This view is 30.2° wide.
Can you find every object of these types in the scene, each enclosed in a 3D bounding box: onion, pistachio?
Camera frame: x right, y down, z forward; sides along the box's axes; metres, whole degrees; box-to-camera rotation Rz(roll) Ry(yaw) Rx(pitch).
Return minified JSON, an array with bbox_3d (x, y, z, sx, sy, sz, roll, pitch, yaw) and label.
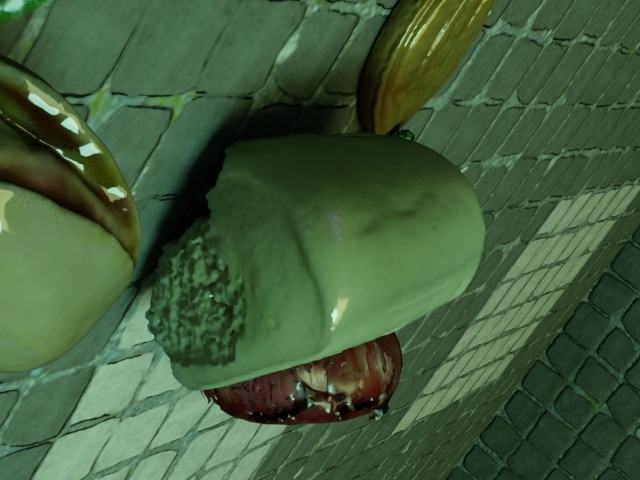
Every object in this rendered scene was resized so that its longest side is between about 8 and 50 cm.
[{"bbox_3d":[-0.020,0.084,1.019,0.184,0.184,0.147,-26,119,-47],"label":"onion"},{"bbox_3d":[-0.159,-0.010,0.576,0.144,0.144,0.215,-43,167,-18],"label":"pistachio"}]

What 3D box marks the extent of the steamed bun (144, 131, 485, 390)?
[{"bbox_3d":[0.000,0.000,0.894,0.225,0.170,0.200,-15,170,-45],"label":"steamed bun"}]

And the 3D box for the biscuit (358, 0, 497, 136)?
[{"bbox_3d":[0.096,-0.173,0.974,0.220,0.029,0.142,-56,159,19],"label":"biscuit"}]

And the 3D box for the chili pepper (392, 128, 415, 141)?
[{"bbox_3d":[0.038,-0.017,1.080,0.088,0.059,0.227,-28,153,-45],"label":"chili pepper"}]

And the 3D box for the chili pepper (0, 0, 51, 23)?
[{"bbox_3d":[-0.167,-0.118,0.453,0.253,0.083,0.099,-31,153,-30],"label":"chili pepper"}]
